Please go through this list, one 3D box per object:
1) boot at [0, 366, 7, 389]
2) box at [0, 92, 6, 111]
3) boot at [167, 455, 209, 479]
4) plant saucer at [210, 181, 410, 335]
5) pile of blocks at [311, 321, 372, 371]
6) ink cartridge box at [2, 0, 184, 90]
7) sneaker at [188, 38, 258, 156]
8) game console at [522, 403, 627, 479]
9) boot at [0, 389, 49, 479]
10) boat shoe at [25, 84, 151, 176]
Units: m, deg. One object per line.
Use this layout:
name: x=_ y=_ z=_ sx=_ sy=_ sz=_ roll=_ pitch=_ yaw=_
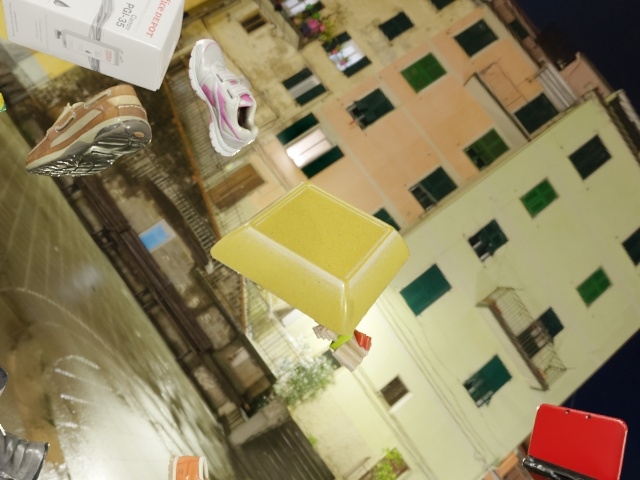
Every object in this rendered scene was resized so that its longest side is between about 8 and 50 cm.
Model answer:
boot: x=-0.723 y=0.212 z=1.020 sx=0.106 sy=0.082 sz=0.219 roll=11 pitch=-50 yaw=40
box: x=-0.774 y=-0.271 z=1.091 sx=0.179 sy=0.105 sz=0.043 roll=-79 pitch=169 yaw=-60
boot: x=-0.277 y=0.539 z=1.089 sx=0.059 sy=0.084 sz=0.158 roll=79 pitch=5 yaw=-73
plant saucer: x=0.000 y=0.000 z=1.081 sx=0.332 sy=0.333 sz=0.081 roll=30 pitch=-49 yaw=15
pile of blocks: x=0.043 y=0.214 z=1.568 sx=0.112 sy=0.149 sz=0.362 roll=-42 pitch=-107 yaw=31
ink cartridge box: x=-0.431 y=-0.447 z=1.013 sx=0.283 sy=0.207 sz=0.117 roll=16 pitch=-35 yaw=-15
sneaker: x=-0.199 y=-0.319 z=1.127 sx=0.111 sy=0.103 sz=0.252 roll=-8 pitch=-71 yaw=32
game console: x=0.348 y=0.297 z=0.669 sx=0.124 sy=0.085 sz=0.144 roll=54 pitch=-21 yaw=-6
boot: x=-0.742 y=0.460 z=1.200 sx=0.222 sy=0.338 sz=0.118 roll=27 pitch=16 yaw=-29
boat shoe: x=-0.469 y=-0.215 z=1.035 sx=0.122 sy=0.324 sz=0.120 roll=5 pitch=73 yaw=-62
